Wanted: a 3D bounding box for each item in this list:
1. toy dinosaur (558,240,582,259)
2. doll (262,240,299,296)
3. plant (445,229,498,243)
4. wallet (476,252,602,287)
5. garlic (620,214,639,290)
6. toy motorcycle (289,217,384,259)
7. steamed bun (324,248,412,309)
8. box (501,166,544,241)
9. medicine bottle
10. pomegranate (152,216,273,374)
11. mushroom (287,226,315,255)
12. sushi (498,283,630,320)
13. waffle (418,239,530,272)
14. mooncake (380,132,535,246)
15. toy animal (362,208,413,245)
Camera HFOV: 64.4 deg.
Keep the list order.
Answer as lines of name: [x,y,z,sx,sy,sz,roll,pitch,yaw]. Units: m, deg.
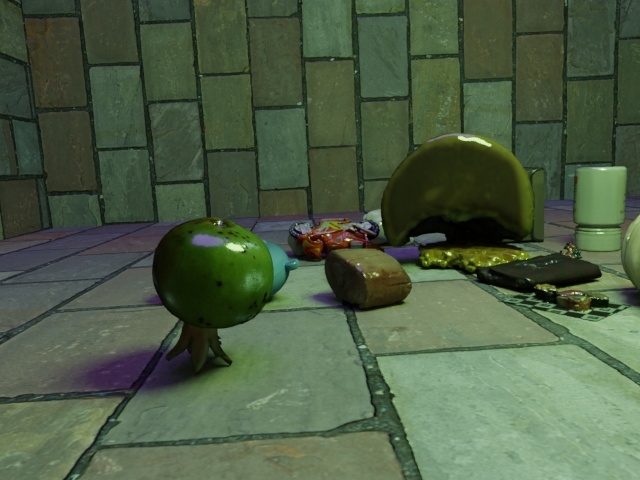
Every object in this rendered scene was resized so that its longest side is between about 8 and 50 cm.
toy dinosaur: [0.666,0.036,1.351,0.055,0.049,0.154,40,28,23]
doll: [-0.198,0.069,1.148,0.315,0.140,0.177,-6,20,13]
plant: [0.486,-0.078,1.645,0.204,0.233,0.178,-12,5,-21]
wallet: [0.503,0.071,1.188,0.229,0.049,0.182,-8,10,-24]
garlic: [0.661,0.023,0.958,0.281,0.203,0.185,-16,-4,-43]
toy motorcycle: [0.048,-0.006,1.635,0.299,0.089,0.171,-1,37,-3]
steamed bun: [0.101,0.082,1.091,0.145,0.106,0.175,-2,20,-30]
box: [0.678,-0.127,1.794,0.153,0.252,0.188,-4,9,0]
medicine bottle: [0.841,-0.097,1.537,0.145,0.251,0.144,-1,5,0]
pomegranate: [-0.166,0.079,0.756,0.182,0.224,0.181,16,7,-2]
mushroom: [0.000,-0.004,1.745,0.224,0.092,0.081,-4,-35,-26]
sushi: [0.471,0.108,0.994,0.139,0.031,0.201,-9,10,-35]
waffle: [0.414,0.040,1.409,0.282,0.058,0.301,-8,9,-25]
mooncake: [0.383,-0.100,1.420,0.394,0.393,0.246,38,16,1]
toy animal: [0.242,-0.050,1.872,0.179,0.127,0.193,-2,5,-2]
